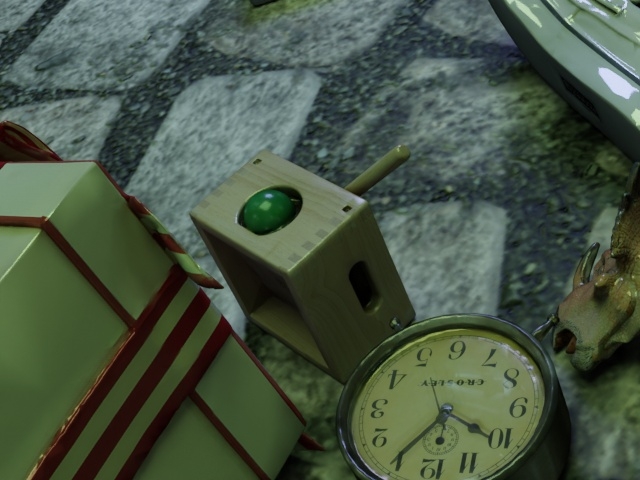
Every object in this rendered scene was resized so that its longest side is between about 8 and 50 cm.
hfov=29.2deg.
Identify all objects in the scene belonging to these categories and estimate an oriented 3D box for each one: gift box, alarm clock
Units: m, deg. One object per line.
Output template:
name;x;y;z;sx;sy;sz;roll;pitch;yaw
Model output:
gift box;-0.165;0.105;0.697;0.276;0.255;0.258;5;51;39
alarm clock;0.073;0.122;0.697;0.129;0.064;0.192;-2;43;24

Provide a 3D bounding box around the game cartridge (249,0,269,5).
game cartridge;0.019;-0.386;1.271;0.230;0.068;0.355;-12;42;8

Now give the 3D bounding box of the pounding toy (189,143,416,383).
pounding toy;0.000;0.000;0.804;0.100;0.141;0.130;-42;43;-19

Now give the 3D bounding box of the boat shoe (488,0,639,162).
boat shoe;0.203;-0.148;0.884;0.088;0.096;0.267;-37;42;3

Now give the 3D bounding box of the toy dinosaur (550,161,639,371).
toy dinosaur;0.280;-0.002;0.688;0.295;0.127;0.200;-16;26;-2
